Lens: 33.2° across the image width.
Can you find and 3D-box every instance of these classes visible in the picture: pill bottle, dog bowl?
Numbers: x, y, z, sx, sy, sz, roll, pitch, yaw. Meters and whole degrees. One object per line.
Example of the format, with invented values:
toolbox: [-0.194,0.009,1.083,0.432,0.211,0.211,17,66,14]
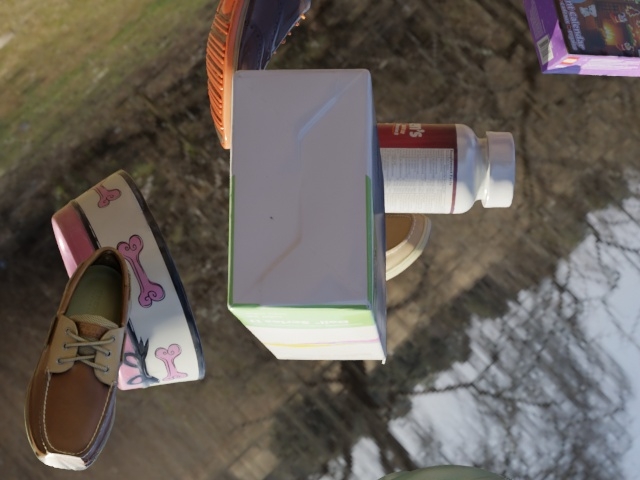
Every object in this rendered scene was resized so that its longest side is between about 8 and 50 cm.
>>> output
pill bottle: [0.142,-0.096,1.434,0.221,0.121,0.121,1,175,2]
dog bowl: [-0.353,0.087,1.928,0.150,0.408,0.408,-21,168,-17]

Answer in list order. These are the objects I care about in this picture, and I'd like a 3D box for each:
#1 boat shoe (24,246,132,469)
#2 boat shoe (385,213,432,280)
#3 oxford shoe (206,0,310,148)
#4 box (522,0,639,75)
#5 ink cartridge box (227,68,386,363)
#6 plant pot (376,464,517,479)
boat shoe: [-0.321,0.144,1.446,0.120,0.123,0.324,114,-19,-48]
boat shoe: [0.042,0.011,1.897,0.341,0.110,0.121,-19,-136,40]
oxford shoe: [-0.058,-0.220,1.099,0.097,0.098,0.271,-122,-142,-57]
box: [0.348,-0.360,1.410,0.201,0.293,0.057,-3,163,-30]
ink cartridge box: [0.000,0.000,1.010,0.119,0.207,0.353,-1,165,6]
plant pot: [0.150,0.427,1.454,0.293,0.293,0.196,-42,-148,-19]
